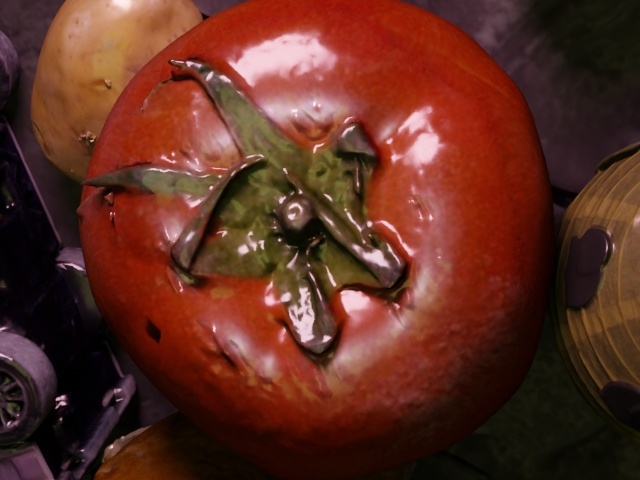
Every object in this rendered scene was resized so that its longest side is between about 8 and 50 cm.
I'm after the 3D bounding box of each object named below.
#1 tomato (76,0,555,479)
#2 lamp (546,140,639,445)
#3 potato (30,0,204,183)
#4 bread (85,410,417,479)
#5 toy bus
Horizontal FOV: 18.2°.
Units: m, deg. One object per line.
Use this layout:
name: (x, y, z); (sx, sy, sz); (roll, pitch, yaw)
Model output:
tomato: (0.000, 0.000, 1.409); (0.342, 0.273, 0.341); (0, 85, 5)
lamp: (0.284, 0.035, 1.373); (0.250, 0.284, 0.250); (0, 82, -3)
potato: (-0.153, -0.120, 1.497); (0.119, 0.109, 0.178); (15, 120, -18)
bread: (-0.074, 0.241, 1.532); (0.279, 0.250, 0.225); (5, 127, 8)
toy bus: (-0.338, -0.010, 1.521); (0.249, 0.209, 0.439); (-17, 108, 18)
